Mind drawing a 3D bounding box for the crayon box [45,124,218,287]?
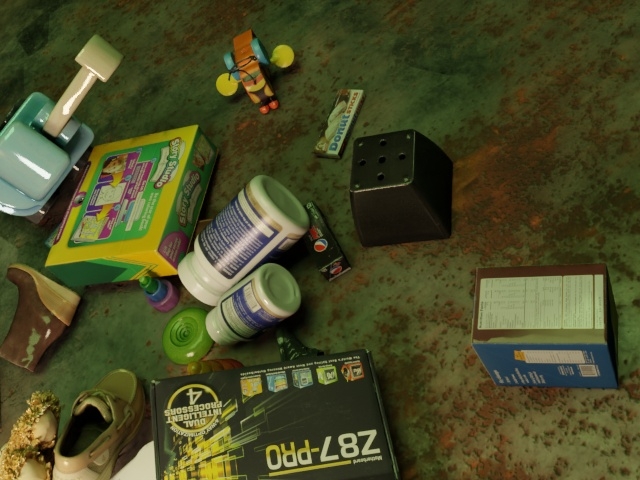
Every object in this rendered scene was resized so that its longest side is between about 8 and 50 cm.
[{"bbox_3d":[-0.428,-0.080,1.824,0.313,0.106,0.363,-7,53,24],"label":"crayon box"}]

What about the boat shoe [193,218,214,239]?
[{"bbox_3d":[-0.215,-0.027,1.745,0.178,0.060,0.064,4,63,27],"label":"boat shoe"}]

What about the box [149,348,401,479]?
[{"bbox_3d":[-0.078,0.365,1.331,0.395,0.097,0.318,-6,58,-7],"label":"box"}]

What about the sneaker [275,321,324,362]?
[{"bbox_3d":[-0.032,0.224,1.516,0.089,0.051,0.170,-14,51,5],"label":"sneaker"}]

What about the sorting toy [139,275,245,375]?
[{"bbox_3d":[-0.284,0.191,1.608,0.127,0.126,0.365,-40,53,-1],"label":"sorting toy"}]

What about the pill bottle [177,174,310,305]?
[{"bbox_3d":[-0.161,0.005,1.614,0.265,0.153,0.153,-43,51,19],"label":"pill bottle"}]

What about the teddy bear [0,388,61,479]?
[{"bbox_3d":[-0.558,0.405,1.489,0.113,0.338,0.245,10,83,-16],"label":"teddy bear"}]

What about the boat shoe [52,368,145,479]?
[{"bbox_3d":[-0.415,0.340,1.509,0.122,0.110,0.341,1,27,1],"label":"boat shoe"}]

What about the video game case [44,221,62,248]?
[{"bbox_3d":[-0.595,-0.004,1.942,0.166,0.015,0.119,28,77,35],"label":"video game case"}]

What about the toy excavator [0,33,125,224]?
[{"bbox_3d":[-0.627,-0.252,1.845,0.433,0.222,0.445,-56,20,-11],"label":"toy excavator"}]

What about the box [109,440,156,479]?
[{"bbox_3d":[-0.254,0.457,1.438,0.181,0.119,0.182,-42,52,-2],"label":"box"}]

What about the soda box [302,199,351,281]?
[{"bbox_3d":[0.000,0.000,1.630,0.060,0.053,0.169,-32,52,7],"label":"soda box"}]

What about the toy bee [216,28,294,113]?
[{"bbox_3d":[-0.166,-0.391,1.905,0.195,0.162,0.298,-13,32,28],"label":"toy bee"}]

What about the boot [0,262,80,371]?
[{"bbox_3d":[-0.693,0.173,1.835,0.248,0.090,0.207,21,70,30],"label":"boot"}]

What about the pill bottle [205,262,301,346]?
[{"bbox_3d":[-0.137,0.133,1.554,0.187,0.112,0.112,-35,48,35],"label":"pill bottle"}]

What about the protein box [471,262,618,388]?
[{"bbox_3d":[0.366,0.142,1.277,0.201,0.200,0.136,-3,60,24],"label":"protein box"}]

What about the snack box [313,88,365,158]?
[{"bbox_3d":[0.044,-0.265,1.788,0.064,0.022,0.178,9,66,28],"label":"snack box"}]

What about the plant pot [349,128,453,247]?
[{"bbox_3d":[0.147,-0.113,1.557,0.187,0.167,0.188,-7,60,23],"label":"plant pot"}]
